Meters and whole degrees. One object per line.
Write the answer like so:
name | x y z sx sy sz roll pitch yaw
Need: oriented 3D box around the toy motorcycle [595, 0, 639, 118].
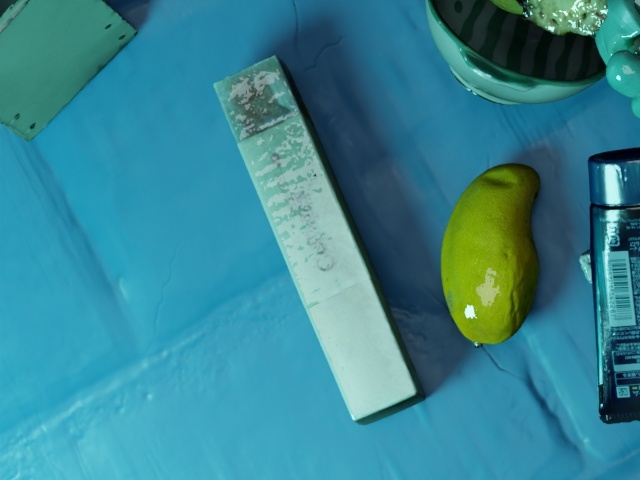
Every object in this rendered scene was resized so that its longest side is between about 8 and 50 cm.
toy motorcycle | 0.362 -0.161 1.827 0.198 0.109 0.296 -28 69 -41

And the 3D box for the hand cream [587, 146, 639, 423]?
hand cream | 0.313 0.046 1.849 0.120 0.061 0.270 -6 103 10

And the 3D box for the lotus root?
lotus root | 0.221 -0.311 1.860 0.169 0.314 0.141 -22 123 20

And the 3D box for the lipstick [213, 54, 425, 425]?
lipstick | 0.000 0.000 1.933 0.076 0.080 0.371 -24 77 5

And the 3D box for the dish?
dish | 0.198 -0.189 1.906 0.246 0.224 0.078 23 131 -2

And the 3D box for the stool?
stool | -0.352 -0.261 1.939 0.170 0.270 0.243 -46 76 2

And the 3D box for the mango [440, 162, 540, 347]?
mango | 0.168 0.013 1.904 0.098 0.075 0.190 9 79 -4

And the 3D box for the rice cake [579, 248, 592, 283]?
rice cake | 0.359 0.008 1.886 0.211 0.043 0.034 -11 89 9
